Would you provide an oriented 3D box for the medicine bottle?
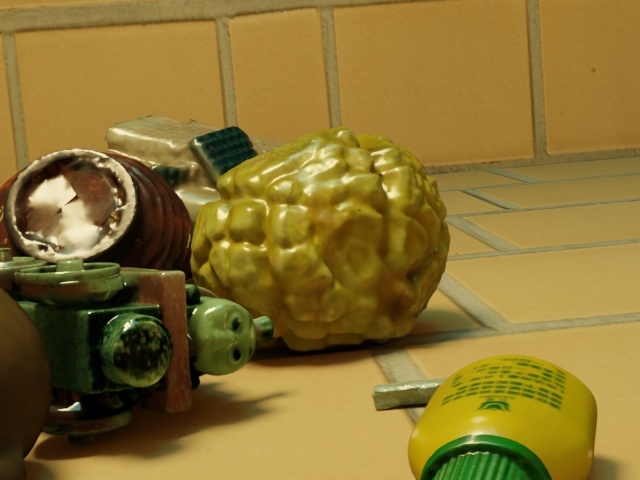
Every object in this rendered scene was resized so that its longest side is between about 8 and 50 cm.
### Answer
[{"bbox_3d":[0.097,0.133,0.651,0.111,0.076,0.309,-5,7,16],"label":"medicine bottle"}]

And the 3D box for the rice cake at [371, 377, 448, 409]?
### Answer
[{"bbox_3d":[0.102,0.123,0.936,0.121,0.021,0.022,-6,12,5],"label":"rice cake"}]

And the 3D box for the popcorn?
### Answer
[{"bbox_3d":[0.000,0.000,1.191,0.258,0.224,0.270,-10,12,19],"label":"popcorn"}]

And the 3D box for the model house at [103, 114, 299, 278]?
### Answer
[{"bbox_3d":[-0.117,-0.036,1.519,0.284,0.243,0.298,7,15,20],"label":"model house"}]

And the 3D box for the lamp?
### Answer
[{"bbox_3d":[-0.262,0.010,1.286,0.247,0.246,0.247,-5,8,1],"label":"lamp"}]

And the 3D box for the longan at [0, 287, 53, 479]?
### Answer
[{"bbox_3d":[-0.275,0.110,0.801,0.185,0.159,0.204,-31,61,-33],"label":"longan"}]

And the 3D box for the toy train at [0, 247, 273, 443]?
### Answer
[{"bbox_3d":[-0.185,0.081,0.999,0.222,0.150,0.304,-3,3,-39],"label":"toy train"}]
